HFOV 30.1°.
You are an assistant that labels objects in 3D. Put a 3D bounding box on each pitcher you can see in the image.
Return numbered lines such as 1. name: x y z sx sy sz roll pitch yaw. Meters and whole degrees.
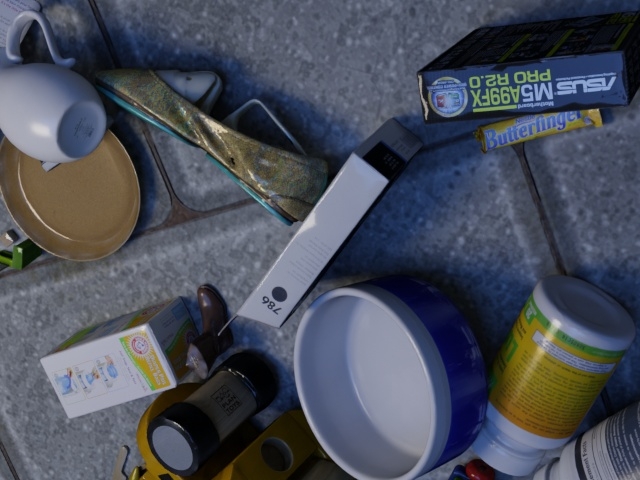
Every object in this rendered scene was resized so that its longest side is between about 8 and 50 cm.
1. pitcher: -0.372 -0.206 1.587 0.207 0.125 0.178 28 99 35

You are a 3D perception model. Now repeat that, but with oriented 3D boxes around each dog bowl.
1. dog bowl: 0.088 0.180 1.558 0.265 0.104 0.265 18 114 46

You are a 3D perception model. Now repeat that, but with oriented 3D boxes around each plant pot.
1. plant pot: -0.361 -0.085 1.732 0.236 0.032 0.236 7 112 18

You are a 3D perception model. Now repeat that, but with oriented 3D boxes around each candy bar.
1. candy bar: 0.268 -0.142 1.472 0.161 0.018 0.040 -13 105 24

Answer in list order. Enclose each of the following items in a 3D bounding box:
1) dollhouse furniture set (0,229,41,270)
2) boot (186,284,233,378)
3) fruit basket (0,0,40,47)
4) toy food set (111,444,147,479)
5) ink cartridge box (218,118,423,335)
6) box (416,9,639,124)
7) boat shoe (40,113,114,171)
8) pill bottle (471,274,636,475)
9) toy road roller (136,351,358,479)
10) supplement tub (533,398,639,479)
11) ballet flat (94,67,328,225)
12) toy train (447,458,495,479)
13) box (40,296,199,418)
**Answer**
1. dollhouse furniture set: -0.503 0.001 1.805 0.151 0.058 0.076 17 115 14
2. boot: -0.168 0.130 1.692 0.037 0.114 0.106 -18 103 26
3. fruit basket: -0.613 -0.255 1.696 0.327 0.165 0.353 29 85 7
4. toy food set: -0.252 0.413 1.880 0.192 0.038 0.132 22 116 12
5. ink cartridge box: 0.000 0.000 1.548 0.065 0.165 0.333 39 120 2
6. box: 0.246 -0.195 1.316 0.216 0.270 0.060 -2 108 21
7. boat shoe: -0.347 -0.144 1.658 0.142 0.049 0.040 -30 97 30
8. pill bottle: 0.286 0.178 1.522 0.136 0.136 0.246 29 117 9
9. toy road roller: -0.124 0.347 1.721 0.329 0.202 0.240 47 131 5
10. supplement tub: 0.423 0.296 1.484 0.272 0.191 0.191 -39 93 29
11. ballet flat: -0.137 -0.155 1.578 0.348 0.123 0.123 35 119 11
12. toy train: 0.269 0.416 1.618 0.248 0.143 0.105 28 118 9
13. box: -0.288 0.173 1.756 0.203 0.114 0.103 -19 101 26
